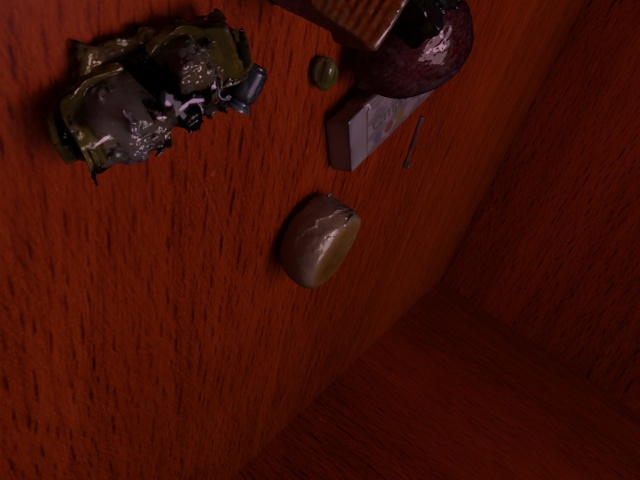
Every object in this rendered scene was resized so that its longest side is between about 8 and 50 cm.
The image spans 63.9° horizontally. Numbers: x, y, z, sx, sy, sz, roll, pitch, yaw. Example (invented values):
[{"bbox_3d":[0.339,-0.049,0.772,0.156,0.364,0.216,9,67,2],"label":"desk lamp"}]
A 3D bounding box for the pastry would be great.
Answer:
[{"bbox_3d":[-0.001,0.002,1.347,0.265,0.133,0.265,-45,156,-26],"label":"pastry"}]

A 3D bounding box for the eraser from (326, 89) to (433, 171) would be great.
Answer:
[{"bbox_3d":[0.171,-0.350,1.266,0.397,0.082,0.213,-46,155,-21],"label":"eraser"}]

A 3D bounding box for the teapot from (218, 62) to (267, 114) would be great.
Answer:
[{"bbox_3d":[-0.127,-0.254,0.847,0.083,0.049,0.063,-61,157,14],"label":"teapot"}]

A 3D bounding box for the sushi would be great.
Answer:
[{"bbox_3d":[-0.212,-0.199,0.657,0.290,0.131,0.139,-37,154,-19],"label":"sushi"}]

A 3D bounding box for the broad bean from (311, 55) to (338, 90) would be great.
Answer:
[{"bbox_3d":[0.011,-0.333,1.026,0.063,0.045,0.083,-65,166,-3],"label":"broad bean"}]

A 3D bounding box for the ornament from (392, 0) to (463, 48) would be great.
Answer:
[{"bbox_3d":[0.178,-0.513,0.888,0.261,0.251,0.106,-52,-162,-6],"label":"ornament"}]

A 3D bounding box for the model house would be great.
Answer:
[{"bbox_3d":[0.024,-0.412,0.682,0.202,0.237,0.237,-54,158,3],"label":"model house"}]

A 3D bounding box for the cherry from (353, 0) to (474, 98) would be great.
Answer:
[{"bbox_3d":[0.192,-0.415,1.059,0.300,0.203,0.230,-44,142,5],"label":"cherry"}]

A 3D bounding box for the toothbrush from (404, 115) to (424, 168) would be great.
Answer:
[{"bbox_3d":[0.302,-0.314,1.665,0.014,0.017,0.195,-41,152,-43],"label":"toothbrush"}]
